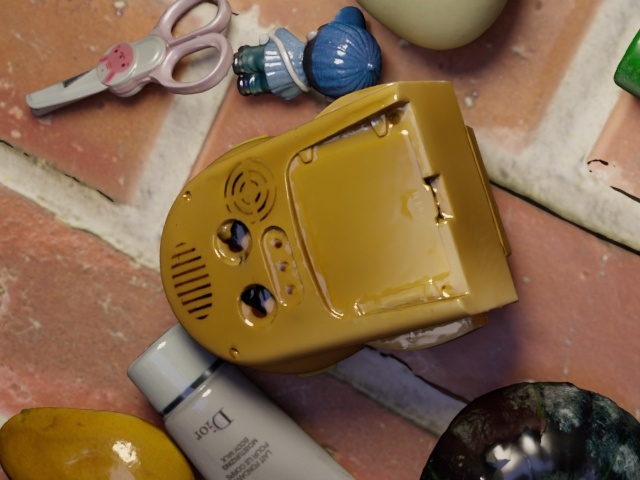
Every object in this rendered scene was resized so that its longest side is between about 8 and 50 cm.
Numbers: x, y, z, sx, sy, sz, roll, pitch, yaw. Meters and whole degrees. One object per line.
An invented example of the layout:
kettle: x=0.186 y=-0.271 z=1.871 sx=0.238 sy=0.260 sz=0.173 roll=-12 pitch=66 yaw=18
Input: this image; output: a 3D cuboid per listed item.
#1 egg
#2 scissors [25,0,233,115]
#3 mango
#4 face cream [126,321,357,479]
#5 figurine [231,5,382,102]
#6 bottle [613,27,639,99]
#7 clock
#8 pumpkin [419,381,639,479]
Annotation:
egg: x=0.090 y=-0.296 z=1.121 sx=0.188 sy=0.188 sz=0.254 roll=-16 pitch=92 yaw=15
scissors: x=-0.196 y=-0.173 z=1.269 sx=0.242 sy=0.030 sz=0.118 roll=-18 pitch=58 yaw=20
mango: x=-0.225 y=0.232 z=1.262 sx=0.227 sy=0.109 sz=0.147 roll=23 pitch=121 yaw=13
face cream: x=-0.060 y=0.217 z=1.237 sx=0.143 sy=0.089 sz=0.314 roll=-42 pitch=92 yaw=13
figurine: x=-0.013 y=-0.175 z=1.210 sx=0.149 sy=0.087 sz=0.086 roll=-4 pitch=108 yaw=20
bottle: x=0.417 y=-0.091 z=1.085 sx=0.330 sy=0.093 sz=0.093 roll=33 pitch=99 yaw=12
clock: x=0.000 y=0.000 z=1.163 sx=0.316 sy=0.200 sz=0.244 roll=-17 pitch=84 yaw=23
pumpkin: x=0.196 y=0.241 z=1.117 sx=0.233 sy=0.163 sz=0.233 roll=1 pitch=98 yaw=6
